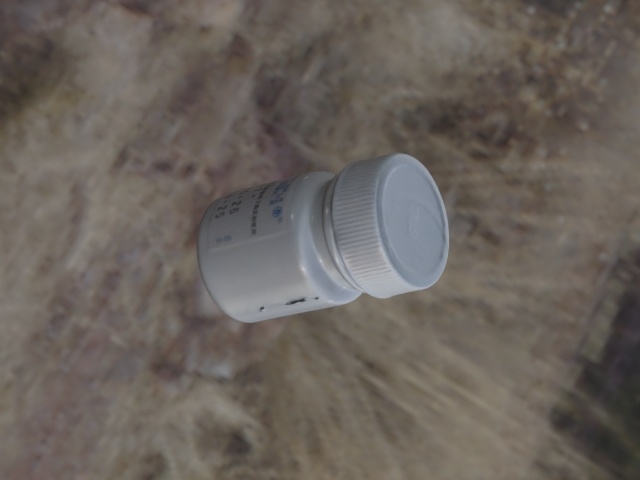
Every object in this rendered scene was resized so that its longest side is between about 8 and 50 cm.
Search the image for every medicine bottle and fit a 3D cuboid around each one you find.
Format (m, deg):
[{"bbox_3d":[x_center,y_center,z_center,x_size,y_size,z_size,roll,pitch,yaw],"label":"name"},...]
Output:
[{"bbox_3d":[0.000,0.000,1.298,0.105,0.168,0.105,22,62,-50],"label":"medicine bottle"}]
